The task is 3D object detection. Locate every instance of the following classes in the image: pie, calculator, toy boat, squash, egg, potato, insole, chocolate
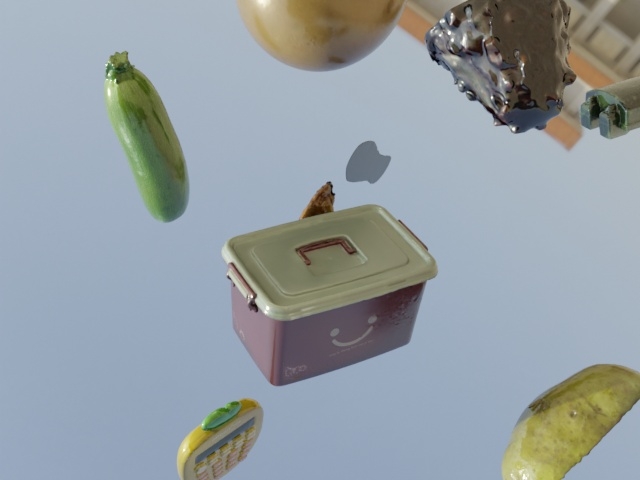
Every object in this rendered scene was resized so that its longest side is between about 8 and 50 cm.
[{"bbox_3d":[-0.001,0.002,1.532,0.088,0.191,0.033,-26,-150,-23],"label":"pie"},{"bbox_3d":[-0.146,0.293,1.403,0.146,0.235,0.032,-32,-117,-25],"label":"calculator"},{"bbox_3d":[0.648,-0.266,1.800,0.319,0.092,0.141,-17,-152,-13],"label":"toy boat"},{"bbox_3d":[-0.311,-0.172,1.765,0.107,0.395,0.107,-6,-134,6],"label":"squash"},{"bbox_3d":[0.011,-0.465,1.641,0.301,0.301,0.374,30,-115,-13],"label":"egg"},{"bbox_3d":[0.363,0.272,1.435,0.111,0.271,0.160,44,179,16],"label":"potato"},{"bbox_3d":[0.088,-0.140,1.792,0.005,0.086,0.253,35,-173,16],"label":"insole"},{"bbox_3d":[0.190,-0.168,0.959,0.156,0.156,0.133,-4,-108,-52],"label":"chocolate"}]

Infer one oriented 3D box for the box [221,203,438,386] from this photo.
[{"bbox_3d":[0.008,0.080,1.422,0.294,0.167,0.193,-14,-138,-25],"label":"box"}]
